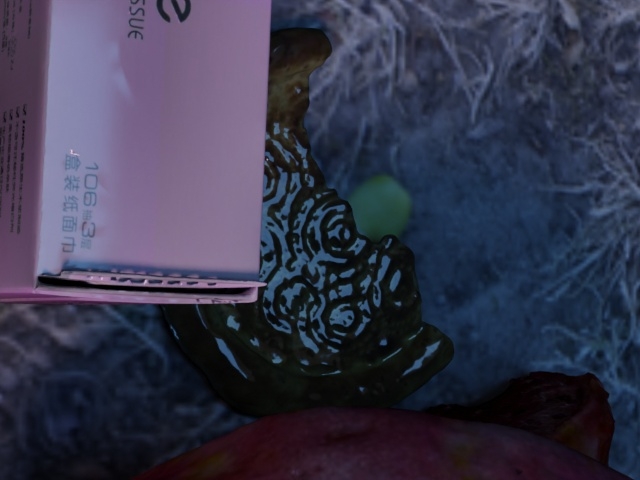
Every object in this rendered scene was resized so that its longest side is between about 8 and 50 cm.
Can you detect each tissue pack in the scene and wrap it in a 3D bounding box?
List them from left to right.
[{"bbox_3d":[-0.086,-0.096,0.542,0.093,0.148,0.246,5,86,-28],"label":"tissue pack"}]

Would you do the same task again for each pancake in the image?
[{"bbox_3d":[0.000,0.000,0.661,0.190,0.020,0.184,32,73,-25],"label":"pancake"}]

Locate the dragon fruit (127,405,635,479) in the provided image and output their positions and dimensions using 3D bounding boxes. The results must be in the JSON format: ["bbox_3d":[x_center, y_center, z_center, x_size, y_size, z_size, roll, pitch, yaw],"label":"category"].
[{"bbox_3d":[0.022,0.263,0.465,0.386,0.249,0.371,41,109,-14],"label":"dragon fruit"}]

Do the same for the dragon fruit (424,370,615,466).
[{"bbox_3d":[0.064,0.183,0.629,0.262,0.134,0.211,-22,102,-28],"label":"dragon fruit"}]
